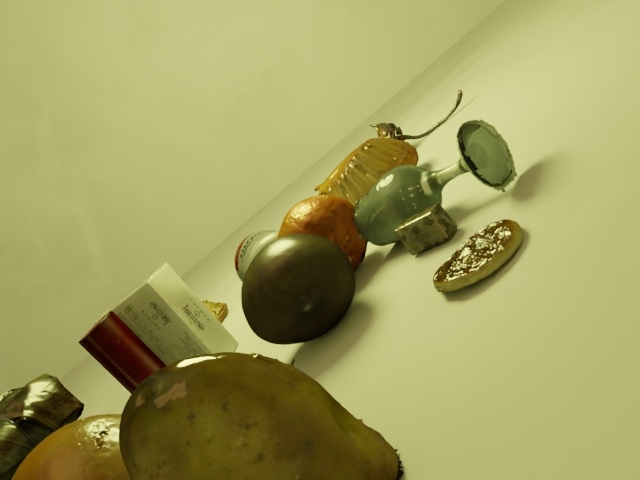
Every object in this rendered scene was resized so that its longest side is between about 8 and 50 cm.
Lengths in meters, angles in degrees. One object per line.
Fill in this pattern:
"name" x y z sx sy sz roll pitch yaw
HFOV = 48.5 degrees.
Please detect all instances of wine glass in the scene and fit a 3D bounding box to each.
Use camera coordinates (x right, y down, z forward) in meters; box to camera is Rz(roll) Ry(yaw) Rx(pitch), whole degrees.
"wine glass" 0.196 -0.093 1.302 0.321 0.143 0.143 -31 15 45

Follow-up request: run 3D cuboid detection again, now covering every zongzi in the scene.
"zongzi" -0.606 0.406 1.288 0.286 0.138 0.300 -40 10 28

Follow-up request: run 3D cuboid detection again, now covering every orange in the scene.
"orange" 0.000 0.000 1.442 0.161 0.193 0.193 25 62 41

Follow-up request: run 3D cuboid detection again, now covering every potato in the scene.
"potato" -0.076 0.221 0.723 0.229 0.266 0.229 -38 16 13

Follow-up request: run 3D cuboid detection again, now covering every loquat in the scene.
"loquat" -0.244 0.334 0.843 0.263 0.263 0.263 -39 12 10

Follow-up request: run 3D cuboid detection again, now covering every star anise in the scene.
"star anise" 0.278 -0.331 2.032 0.227 0.148 0.219 -17 -31 -17

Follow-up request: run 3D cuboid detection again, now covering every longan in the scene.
"longan" -0.040 0.084 1.272 0.220 0.196 0.196 -42 11 21

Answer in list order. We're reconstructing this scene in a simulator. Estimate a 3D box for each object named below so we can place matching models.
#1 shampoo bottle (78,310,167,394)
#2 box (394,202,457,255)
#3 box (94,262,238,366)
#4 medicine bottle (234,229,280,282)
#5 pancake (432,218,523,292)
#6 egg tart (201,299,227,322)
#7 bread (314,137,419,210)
"shampoo bottle" -0.390 0.275 1.518 0.064 0.260 0.102 -32 14 40
"box" 0.184 -0.019 1.244 0.098 0.062 0.045 -31 13 48
"box" -0.348 0.213 1.619 0.194 0.260 0.111 -34 9 26
"medicine bottle" -0.103 0.053 1.663 0.157 0.157 0.288 -44 12 -12
"pancake" 0.227 0.023 1.038 0.158 0.028 0.158 -38 10 8
"egg tart" -0.344 0.229 2.011 0.191 0.074 0.191 -37 12 9
"bread" 0.116 -0.152 1.745 0.274 0.149 0.274 -46 11 12
